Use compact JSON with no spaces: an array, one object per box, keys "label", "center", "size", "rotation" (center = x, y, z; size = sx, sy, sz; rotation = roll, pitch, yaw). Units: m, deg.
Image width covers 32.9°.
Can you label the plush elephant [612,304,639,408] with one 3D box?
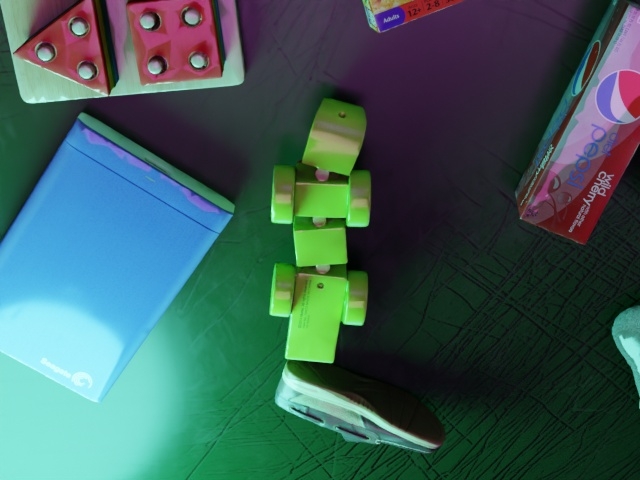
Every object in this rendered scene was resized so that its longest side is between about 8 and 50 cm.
[{"label":"plush elephant","center":[0.545,0.225,1.299],"size":[0.272,0.255,0.330],"rotation":[-14,81,48]}]

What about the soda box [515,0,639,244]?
[{"label":"soda box","center":[0.310,-0.134,1.199],"size":[0.083,0.092,0.263],"rotation":[21,114,-4]}]

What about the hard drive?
[{"label":"hard drive","center":[-0.278,0.030,1.313],"size":[0.210,0.040,0.318],"rotation":[32,111,-14]}]

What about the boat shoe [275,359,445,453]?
[{"label":"boat shoe","center":[0.048,0.220,1.383],"size":[0.223,0.080,0.073],"rotation":[24,119,-5]}]

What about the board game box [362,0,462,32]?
[{"label":"board game box","center":[0.094,-0.334,1.122],"size":[0.147,0.045,0.193],"rotation":[-22,114,-3]}]

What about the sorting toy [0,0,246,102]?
[{"label":"sorting toy","center":[-0.223,-0.271,1.146],"size":[0.255,0.089,0.257],"rotation":[-5,115,3]}]

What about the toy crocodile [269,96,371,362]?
[{"label":"toy crocodile","center":[0.000,0.000,1.272],"size":[0.115,0.105,0.340],"rotation":[2,120,-1]}]
